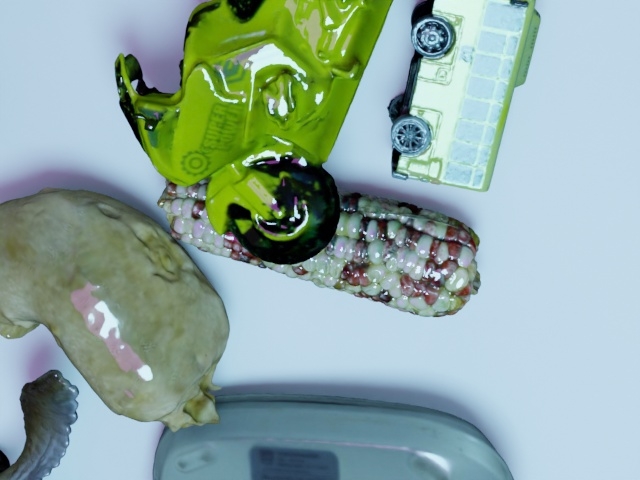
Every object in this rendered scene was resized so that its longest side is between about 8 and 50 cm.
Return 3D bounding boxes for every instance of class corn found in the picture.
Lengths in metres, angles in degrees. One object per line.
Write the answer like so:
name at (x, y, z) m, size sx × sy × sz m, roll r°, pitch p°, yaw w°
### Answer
corn at (0.000, 0.000, 1.115) m, size 0.280 × 0.092 × 0.092 m, roll 12°, pitch 108°, yaw 2°

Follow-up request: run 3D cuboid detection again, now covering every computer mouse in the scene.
computer mouse at (0.011, 0.229, 1.187) m, size 0.331 × 0.095 × 0.197 m, roll 5°, pitch 107°, yaw 12°

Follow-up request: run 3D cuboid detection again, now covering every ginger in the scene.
ginger at (-0.177, 0.052, 1.125) m, size 0.267 × 0.138 × 0.152 m, roll 37°, pitch 128°, yaw 4°

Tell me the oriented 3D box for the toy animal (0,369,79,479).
toy animal at (-0.280, 0.223, 1.167) m, size 0.197 × 0.160 × 0.272 m, roll 13°, pitch 125°, yaw 23°

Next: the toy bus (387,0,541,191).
toy bus at (0.113, -0.135, 1.066) m, size 0.101 × 0.088 × 0.175 m, roll 12°, pitch 110°, yaw -1°

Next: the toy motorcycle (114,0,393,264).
toy motorcycle at (-0.042, -0.163, 1.027) m, size 0.206 × 0.142 × 0.342 m, roll 19°, pitch 102°, yaw -7°
